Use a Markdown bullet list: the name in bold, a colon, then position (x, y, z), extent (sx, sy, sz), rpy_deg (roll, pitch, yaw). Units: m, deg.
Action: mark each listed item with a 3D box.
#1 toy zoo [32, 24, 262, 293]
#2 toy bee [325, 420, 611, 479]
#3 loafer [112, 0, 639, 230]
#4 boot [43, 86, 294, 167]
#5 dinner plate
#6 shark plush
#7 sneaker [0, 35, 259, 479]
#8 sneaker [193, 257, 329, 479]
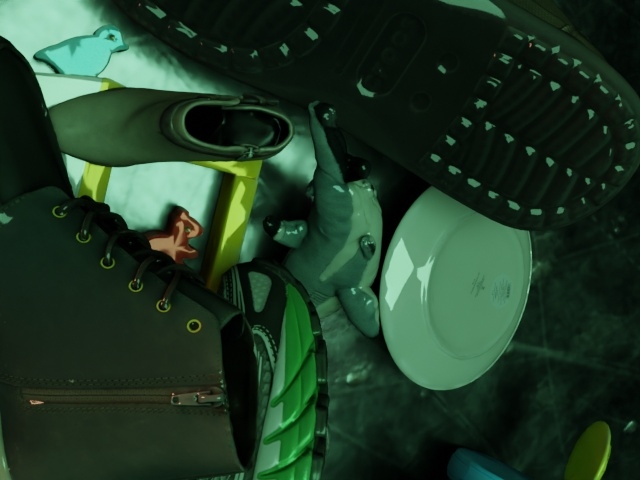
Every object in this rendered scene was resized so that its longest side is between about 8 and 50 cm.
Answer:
- **toy zoo**: position (-0.146, 0.028, 0.463), extent (0.192, 0.030, 0.293), rpy_deg (13, 94, -22)
- **toy bee**: position (0.105, 0.208, 0.517), extent (0.298, 0.162, 0.195), rpy_deg (2, 100, -21)
- **loafer**: position (0.008, -0.141, 0.462), extent (0.366, 0.130, 0.134), rpy_deg (37, 119, -13)
- **boot**: position (-0.073, -0.056, 0.414), extent (0.118, 0.087, 0.042), rpy_deg (-5, 98, -21)
- **dinner plate**: position (0.093, 0.027, 0.537), extent (0.141, 0.017, 0.141), rpy_deg (-10, 105, -39)
- **shark plush**: position (0.000, 0.000, 0.463), extent (0.067, 0.161, 0.073), rpy_deg (-1, 59, -3)
- **sneaker**: position (-0.098, 0.004, 0.381), extent (0.118, 0.083, 0.222), rpy_deg (-13, 89, 12)
- **sneaker**: position (-0.093, 0.165, 0.419), extent (0.146, 0.134, 0.344), rpy_deg (23, 81, -3)
